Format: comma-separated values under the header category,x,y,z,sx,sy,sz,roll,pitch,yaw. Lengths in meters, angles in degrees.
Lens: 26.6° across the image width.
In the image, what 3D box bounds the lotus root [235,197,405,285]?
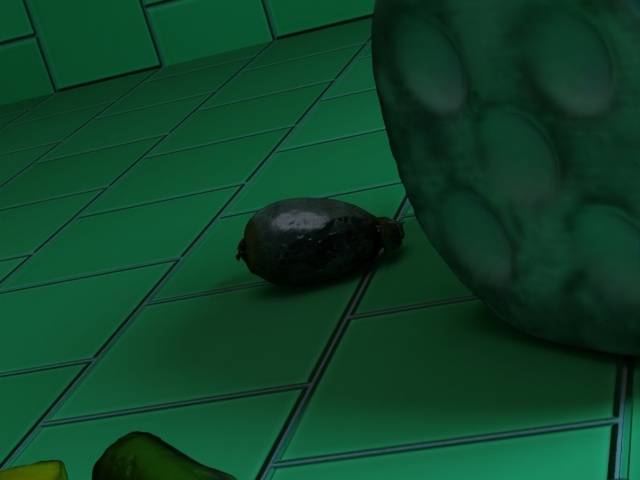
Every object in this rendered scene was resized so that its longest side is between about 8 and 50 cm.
category,x,y,z,sx,sy,sz,roll,pitch,yaw
lotus root,0.000,-0.001,1.295,0.165,0.088,0.088,-5,19,4

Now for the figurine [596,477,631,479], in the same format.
category,x,y,z,sx,sy,sz,roll,pitch,yaw
figurine,0.122,0.168,0.615,0.157,0.114,0.126,-10,4,25

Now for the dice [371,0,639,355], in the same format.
category,x,y,z,sx,sy,sz,roll,pitch,yaw
dice,0.266,-0.127,1.012,0.328,0.330,0.348,-28,19,-30

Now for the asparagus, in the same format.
category,x,y,z,sx,sy,sz,roll,pitch,yaw
asparagus,-0.067,0.180,0.843,0.067,0.060,0.277,-4,10,-29

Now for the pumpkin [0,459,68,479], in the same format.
category,x,y,z,sx,sy,sz,roll,pitch,yaw
pumpkin,-0.184,0.223,0.708,0.126,0.131,0.248,-10,12,-6
